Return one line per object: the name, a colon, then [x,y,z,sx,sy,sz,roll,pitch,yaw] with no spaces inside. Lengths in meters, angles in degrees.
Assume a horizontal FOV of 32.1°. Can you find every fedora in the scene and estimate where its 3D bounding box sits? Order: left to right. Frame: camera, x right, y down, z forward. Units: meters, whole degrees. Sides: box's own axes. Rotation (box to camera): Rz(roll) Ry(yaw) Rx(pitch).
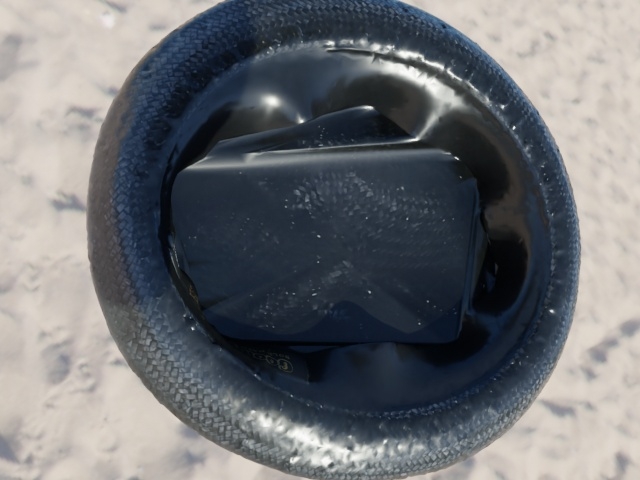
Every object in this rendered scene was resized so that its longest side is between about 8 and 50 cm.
fedora: [0.000,0.000,0.722,0.334,0.152,0.333,4,82,-27]
